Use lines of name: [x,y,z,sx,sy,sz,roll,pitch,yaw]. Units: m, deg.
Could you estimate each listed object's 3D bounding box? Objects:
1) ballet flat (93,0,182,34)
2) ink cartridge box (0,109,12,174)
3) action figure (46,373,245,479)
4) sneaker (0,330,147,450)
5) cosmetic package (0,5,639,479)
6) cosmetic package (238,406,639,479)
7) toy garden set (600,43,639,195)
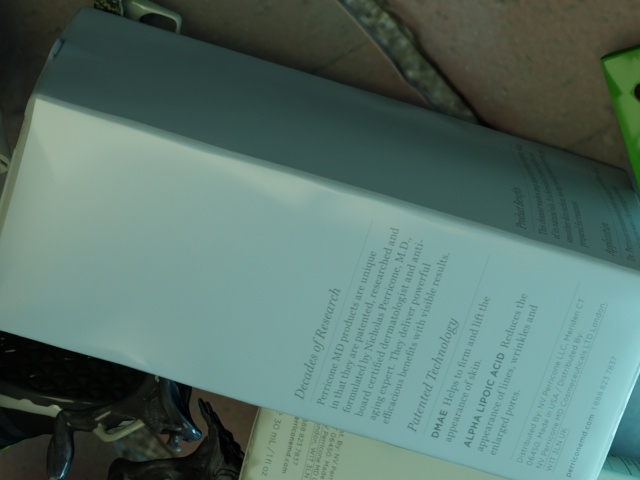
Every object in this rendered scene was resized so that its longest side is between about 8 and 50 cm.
ballet flat: [-0.122,-0.162,1.298,0.070,0.070,0.188,4,117,10]
ink cartridge box: [-0.326,-0.126,1.241,0.201,0.117,0.278,-29,57,18]
action figure: [-0.191,0.172,1.301,0.276,0.141,0.164,-29,126,9]
sneaker: [-0.229,0.111,1.407,0.235,0.084,0.097,6,132,11]
cosmetic package: [0.000,0.000,1.210,0.385,0.217,0.156,16,110,-3]
cosmetic package: [0.106,0.178,1.286,0.309,0.160,0.113,14,90,6]
toy garden set: [0.324,-0.058,1.248,0.244,0.049,0.204,-16,101,15]
